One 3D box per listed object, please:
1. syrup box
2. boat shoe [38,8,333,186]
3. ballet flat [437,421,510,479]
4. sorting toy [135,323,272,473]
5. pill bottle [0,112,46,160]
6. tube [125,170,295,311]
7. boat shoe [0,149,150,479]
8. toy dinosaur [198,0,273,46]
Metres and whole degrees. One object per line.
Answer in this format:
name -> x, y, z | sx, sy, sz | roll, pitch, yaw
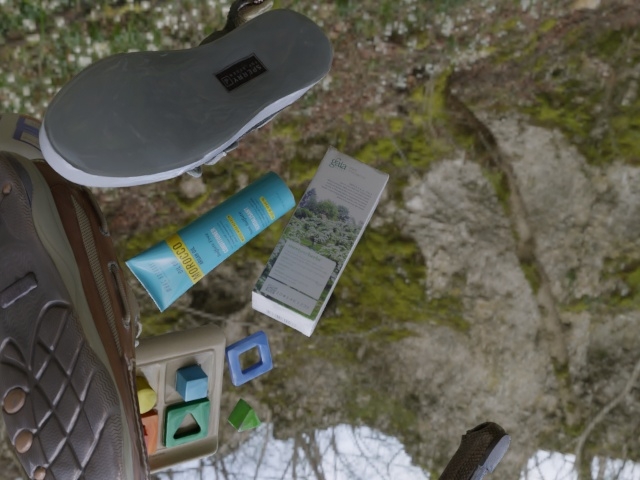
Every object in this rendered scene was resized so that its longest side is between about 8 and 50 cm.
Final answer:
syrup box -> 0.000, 0.000, 1.170 | 0.093, 0.096, 0.236 | 26, -108, 4
boat shoe -> -0.118, -0.116, 0.752 | 0.113, 0.105, 0.306 | 49, -131, -1
ballet flat -> 0.175, 0.358, 1.211 | 0.058, 0.084, 0.250 | 33, -99, 35
sorting toy -> -0.205, 0.218, 1.105 | 0.348, 0.195, 0.047 | -9, -156, -33
pill bottle -> -0.457, -0.086, 1.249 | 0.152, 0.152, 0.272 | -2, -158, -13
tube -> -0.126, -0.005, 1.020 | 0.207, 0.080, 0.052 | -37, -154, -14
boat shoe -> -0.198, 0.075, 0.714 | 0.123, 0.324, 0.116 | -23, 170, 29
toy dinosaur -> -0.129, -0.180, 1.027 | 0.118, 0.268, 0.064 | 42, 172, 2
